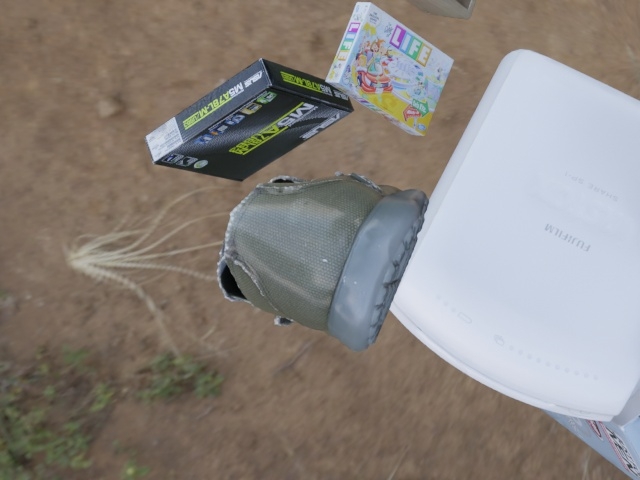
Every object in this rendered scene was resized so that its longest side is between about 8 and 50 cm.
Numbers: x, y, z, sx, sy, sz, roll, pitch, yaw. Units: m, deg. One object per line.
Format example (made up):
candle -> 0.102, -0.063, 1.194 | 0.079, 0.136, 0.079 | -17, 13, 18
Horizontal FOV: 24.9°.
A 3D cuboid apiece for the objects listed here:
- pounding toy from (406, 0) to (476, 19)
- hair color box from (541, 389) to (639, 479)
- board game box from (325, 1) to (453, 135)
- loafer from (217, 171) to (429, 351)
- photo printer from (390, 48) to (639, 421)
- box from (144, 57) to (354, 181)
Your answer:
pounding toy -> 0.140, -0.354, 1.757 | 0.100, 0.130, 0.141 | 16, 85, 38
hair color box -> 0.325, 0.121, 1.622 | 0.185, 0.374, 0.113 | -36, 116, -8
board game box -> 0.084, -0.202, 1.726 | 0.026, 0.154, 0.103 | 13, 79, 50
loafer -> 0.000, 0.000, 0.722 | 0.087, 0.251, 0.094 | 23, 86, 2
photo printer -> 0.224, 0.001, 1.367 | 0.256, 0.107, 0.307 | 28, 71, 5
box -> -0.084, -0.141, 1.752 | 0.190, 0.184, 0.045 | -30, 68, 26
